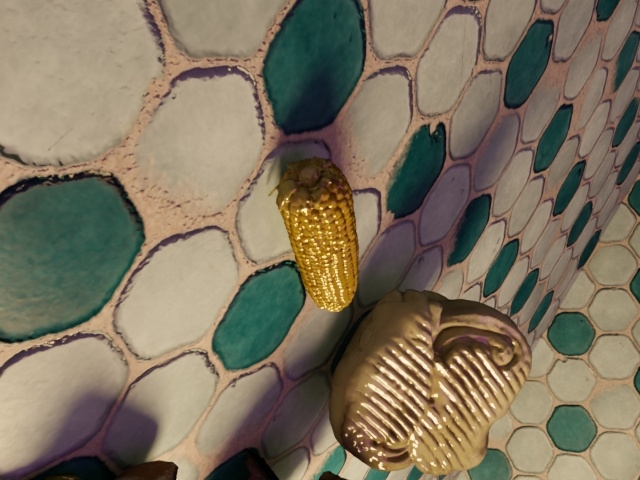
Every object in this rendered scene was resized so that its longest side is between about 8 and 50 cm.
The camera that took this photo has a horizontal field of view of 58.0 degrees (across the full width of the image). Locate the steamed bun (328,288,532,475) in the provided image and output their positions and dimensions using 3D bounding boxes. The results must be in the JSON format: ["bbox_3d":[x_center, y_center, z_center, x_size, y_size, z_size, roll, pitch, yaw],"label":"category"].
[{"bbox_3d":[0.164,0.230,1.017,0.310,0.219,0.324,16,100,-18],"label":"steamed bun"}]

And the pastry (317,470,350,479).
[{"bbox_3d":[-0.041,0.498,0.921,0.330,0.136,0.329,-40,169,-10],"label":"pastry"}]

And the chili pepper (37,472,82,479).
[{"bbox_3d":[-0.327,0.303,0.572,0.204,0.073,0.072,-28,119,-54],"label":"chili pepper"}]

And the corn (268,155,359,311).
[{"bbox_3d":[0.004,0.002,0.755,0.091,0.091,0.260,-45,149,-25],"label":"corn"}]

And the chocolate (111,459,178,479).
[{"bbox_3d":[-0.267,0.415,0.679,0.101,0.185,0.303,20,100,-14],"label":"chocolate"}]

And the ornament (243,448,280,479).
[{"bbox_3d":[-0.143,0.442,0.911,0.203,0.081,0.088,-48,145,-17],"label":"ornament"}]
